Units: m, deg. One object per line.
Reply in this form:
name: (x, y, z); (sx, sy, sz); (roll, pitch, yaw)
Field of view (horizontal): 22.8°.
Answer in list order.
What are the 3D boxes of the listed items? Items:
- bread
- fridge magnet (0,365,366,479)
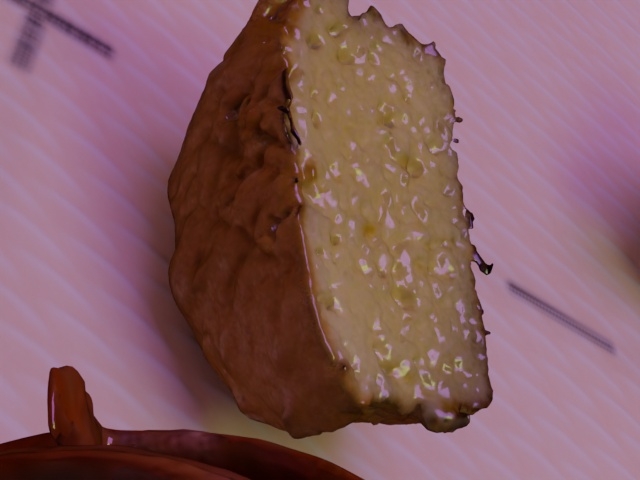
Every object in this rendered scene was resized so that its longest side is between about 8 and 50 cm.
bread: (0.000, 0.000, 0.802); (0.143, 0.139, 0.229); (13, 59, -33)
fridge magnet: (-0.084, 0.204, 0.464); (0.363, 0.155, 0.363); (-5, 50, 6)
